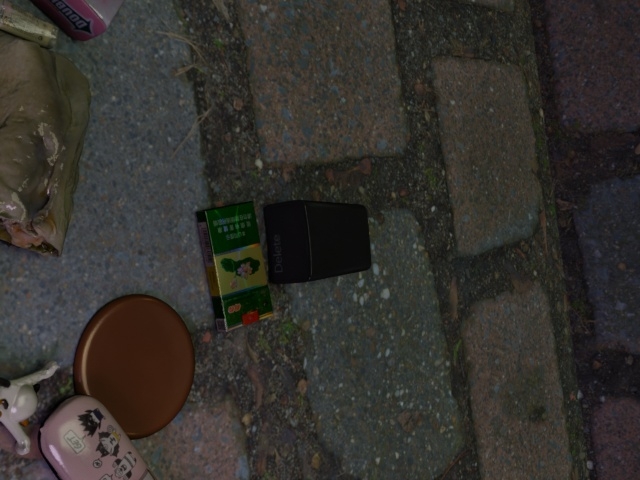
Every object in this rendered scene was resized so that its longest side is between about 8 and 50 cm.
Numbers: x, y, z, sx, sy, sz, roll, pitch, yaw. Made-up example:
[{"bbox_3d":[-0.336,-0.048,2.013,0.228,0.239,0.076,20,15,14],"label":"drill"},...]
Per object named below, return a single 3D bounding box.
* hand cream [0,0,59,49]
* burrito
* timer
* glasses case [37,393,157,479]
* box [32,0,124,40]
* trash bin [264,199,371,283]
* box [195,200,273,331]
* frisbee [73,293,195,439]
[{"bbox_3d":[-0.482,-0.344,1.286,0.143,0.039,0.061,22,69,-36],"label":"hand cream"},{"bbox_3d":[-0.435,-0.156,1.246,0.190,0.135,0.332,19,69,-38],"label":"burrito"},{"bbox_3d":[-0.488,0.216,1.155,0.266,0.175,0.175,40,56,-58],"label":"timer"},{"bbox_3d":[-0.342,0.386,1.328,0.122,0.075,0.314,-43,118,-36],"label":"glasses case"},{"bbox_3d":[-0.364,-0.535,1.377,0.190,0.112,0.370,43,56,-38],"label":"box"},{"bbox_3d":[0.000,0.000,1.734,0.225,0.115,0.165,-4,88,-52],"label":"trash bin"},{"bbox_3d":[-0.165,0.048,1.594,0.132,0.034,0.235,-14,97,-48],"label":"box"},{"bbox_3d":[-0.314,0.218,1.422,0.250,0.021,0.251,6,82,-46],"label":"frisbee"}]
